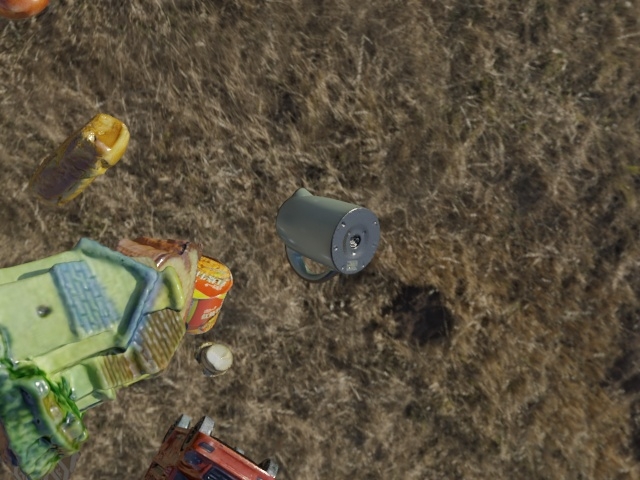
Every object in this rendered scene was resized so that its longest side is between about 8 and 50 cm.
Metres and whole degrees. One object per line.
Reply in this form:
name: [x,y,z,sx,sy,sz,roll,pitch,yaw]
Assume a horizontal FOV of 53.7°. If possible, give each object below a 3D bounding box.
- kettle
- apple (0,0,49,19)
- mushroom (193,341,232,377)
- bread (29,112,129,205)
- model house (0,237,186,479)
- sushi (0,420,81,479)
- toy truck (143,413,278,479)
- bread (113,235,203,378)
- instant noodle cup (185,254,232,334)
kettle: [0.000,0.000,1.540,0.161,0.236,0.221,-3,107,-44]
apple: [-0.704,-0.589,1.454,0.163,0.139,0.163,5,80,-32]
mushroom: [-0.225,0.249,1.347,0.071,0.209,0.084,-34,86,-19]
bread: [-0.652,-0.219,1.718,0.294,0.167,0.132,-30,112,26]
model house: [-0.224,0.098,0.622,0.189,0.214,0.195,-24,79,-22]
sushi: [-0.625,0.379,1.250,0.068,0.339,0.320,-17,149,-49]
toy truck: [-0.146,0.290,0.777,0.107,0.252,0.114,36,68,-9]
bread: [-0.283,0.097,1.020,0.123,0.244,0.190,12,152,19]
instant noodle cup: [-0.382,0.169,1.905,0.213,0.213,0.174,5,125,-19]
